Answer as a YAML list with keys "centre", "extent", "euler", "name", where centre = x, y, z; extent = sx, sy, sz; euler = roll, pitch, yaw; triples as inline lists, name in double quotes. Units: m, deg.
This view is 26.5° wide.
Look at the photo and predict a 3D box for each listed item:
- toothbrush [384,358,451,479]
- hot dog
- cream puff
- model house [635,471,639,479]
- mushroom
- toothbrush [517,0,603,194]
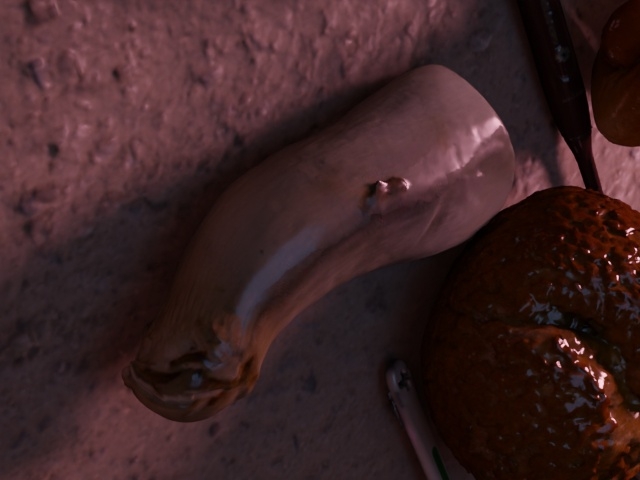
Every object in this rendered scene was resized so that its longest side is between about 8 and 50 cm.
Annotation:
- centre: [0.129, 0.292, 1.331]
  extent: [0.042, 0.040, 0.417]
  euler: [-48, 124, -47]
  name: "toothbrush"
- centre: [0.375, -0.185, 1.259]
  extent: [0.153, 0.257, 0.150]
  euler: [67, 18, -49]
  name: "hot dog"
- centre: [0.240, 0.106, 1.258]
  extent: [0.303, 0.212, 0.303]
  euler: [-14, 114, -33]
  name: "cream puff"
- centre: [0.436, 0.197, 1.444]
  extent: [0.271, 0.190, 0.301]
  euler: [-48, 123, -17]
  name: "model house"
- centre: [-0.001, 0.001, 1.108]
  extent: [0.397, 0.126, 0.177]
  euler: [-30, 125, -33]
  name: "mushroom"
- centre: [0.231, -0.154, 1.303]
  extent: [0.041, 0.041, 0.364]
  euler: [-36, 120, -26]
  name: "toothbrush"
